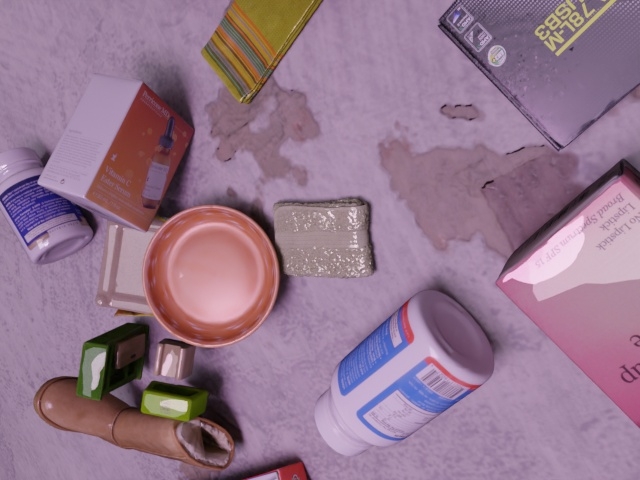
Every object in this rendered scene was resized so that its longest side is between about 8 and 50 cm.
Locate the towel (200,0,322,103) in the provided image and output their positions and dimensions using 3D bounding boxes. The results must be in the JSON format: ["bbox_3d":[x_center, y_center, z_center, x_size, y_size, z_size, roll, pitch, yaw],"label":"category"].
[{"bbox_3d":[-0.064,-0.293,0.660,0.102,0.021,0.237,49,121,8],"label":"towel"}]

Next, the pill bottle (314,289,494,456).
[{"bbox_3d":[0.090,0.171,0.642,0.124,0.124,0.221,48,121,10],"label":"pill bottle"}]

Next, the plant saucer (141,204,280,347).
[{"bbox_3d":[-0.152,0.050,0.746,0.199,0.037,0.200,0,90,8],"label":"plant saucer"}]

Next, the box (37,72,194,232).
[{"bbox_3d":[-0.274,-0.118,0.725,0.090,0.130,0.171,16,78,25],"label":"box"}]

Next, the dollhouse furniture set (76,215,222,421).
[{"bbox_3d":[-0.248,0.108,0.854,0.197,0.151,0.302,9,91,6],"label":"dollhouse furniture set"}]

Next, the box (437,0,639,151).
[{"bbox_3d":[0.240,-0.216,0.494,0.184,0.045,0.190,52,122,10],"label":"box"}]

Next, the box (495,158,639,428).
[{"bbox_3d":[0.306,0.061,0.485,0.232,0.126,0.149,47,121,11],"label":"box"}]

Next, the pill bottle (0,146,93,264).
[{"bbox_3d":[-0.493,-0.063,0.917,0.112,0.112,0.187,-35,86,32],"label":"pill bottle"}]

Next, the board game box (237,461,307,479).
[{"bbox_3d":[-0.134,0.518,0.842,0.316,0.064,0.243,-28,67,29],"label":"board game box"}]

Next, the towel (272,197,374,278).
[{"bbox_3d":[0.000,0.000,0.702,0.148,0.027,0.110,0,105,30],"label":"towel"}]

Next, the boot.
[{"bbox_3d":[-0.307,0.297,0.868,0.269,0.089,0.236,-8,144,39],"label":"boot"}]
